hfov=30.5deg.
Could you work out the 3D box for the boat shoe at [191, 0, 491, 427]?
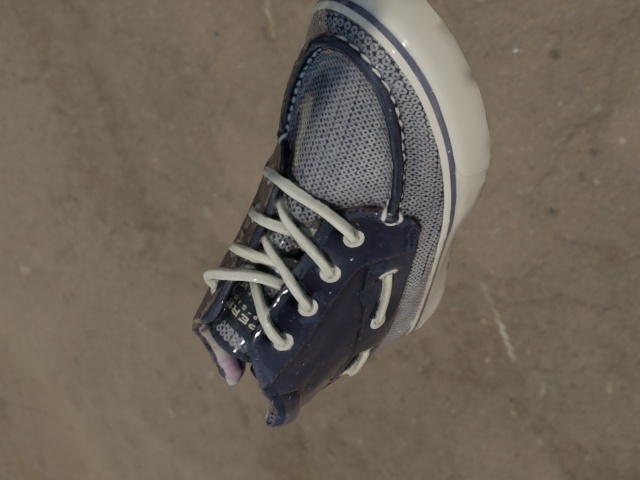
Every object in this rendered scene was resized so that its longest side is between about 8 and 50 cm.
[{"bbox_3d":[0.000,0.000,0.707,0.127,0.158,0.340,40,158,25],"label":"boat shoe"}]
